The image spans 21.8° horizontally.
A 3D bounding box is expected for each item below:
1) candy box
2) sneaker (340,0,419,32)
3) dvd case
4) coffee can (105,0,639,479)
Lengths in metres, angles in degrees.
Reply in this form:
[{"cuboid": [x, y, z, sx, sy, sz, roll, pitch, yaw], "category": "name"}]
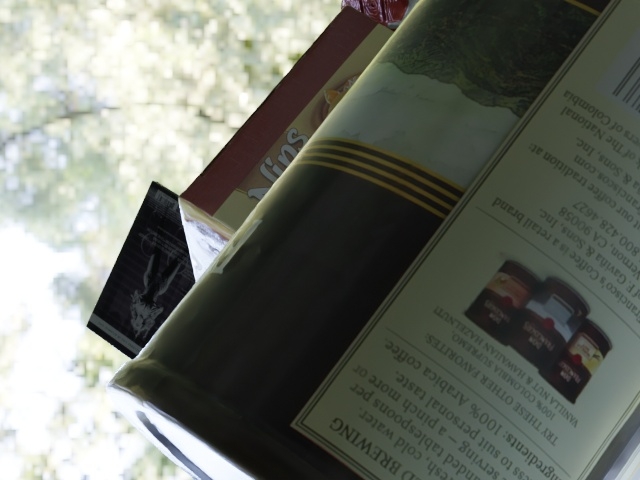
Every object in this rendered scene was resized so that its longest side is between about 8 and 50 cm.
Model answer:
[{"cuboid": [0.000, 0.000, 1.186, 0.087, 0.316, 0.183, 33, -112, 16], "category": "candy box"}, {"cuboid": [0.137, -0.270, 1.935, 0.221, 0.087, 0.128, 10, -155, 44], "category": "sneaker"}, {"cuboid": [-0.207, 0.055, 2.180, 0.164, 0.221, 0.018, 31, -170, 32], "category": "dvd case"}, {"cuboid": [0.076, 0.015, 0.678, 0.201, 0.201, 0.275, 27, -107, 38], "category": "coffee can"}]
